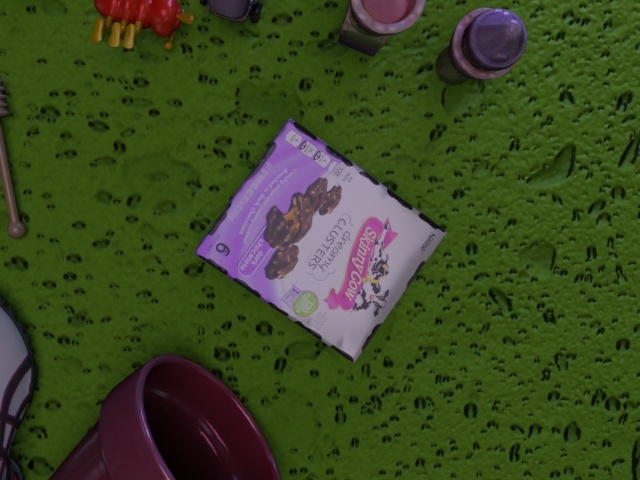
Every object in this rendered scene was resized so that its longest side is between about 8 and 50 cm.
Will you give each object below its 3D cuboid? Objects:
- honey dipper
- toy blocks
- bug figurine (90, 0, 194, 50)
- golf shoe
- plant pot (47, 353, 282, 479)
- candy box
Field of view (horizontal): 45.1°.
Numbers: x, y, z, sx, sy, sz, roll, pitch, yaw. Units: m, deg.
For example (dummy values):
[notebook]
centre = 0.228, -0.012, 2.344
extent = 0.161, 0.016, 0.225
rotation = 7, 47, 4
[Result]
[honey dipper]
centre = -0.319, -0.081, 0.777
extent = 0.031, 0.030, 0.160
rotation = -10, 97, -4
[toy blocks]
centre = 0.071, -0.314, 0.682
extent = 0.309, 0.260, 0.288
rotation = 17, 92, -6
[bug figurine]
centre = -0.202, -0.331, 0.751
extent = 0.216, 0.072, 0.279
rotation = 16, 96, 2
[golf shoe]
centre = -0.341, 0.180, 0.744
extent = 0.105, 0.120, 0.272
rotation = -1, 92, -3
[plant pot]
centre = -0.165, 0.240, 0.735
extent = 0.180, 0.201, 0.201
rotation = -37, 96, 13
[candy box]
centre = 0.000, 0.000, 0.787
extent = 0.196, 0.070, 0.164
rotation = 35, 89, -5
